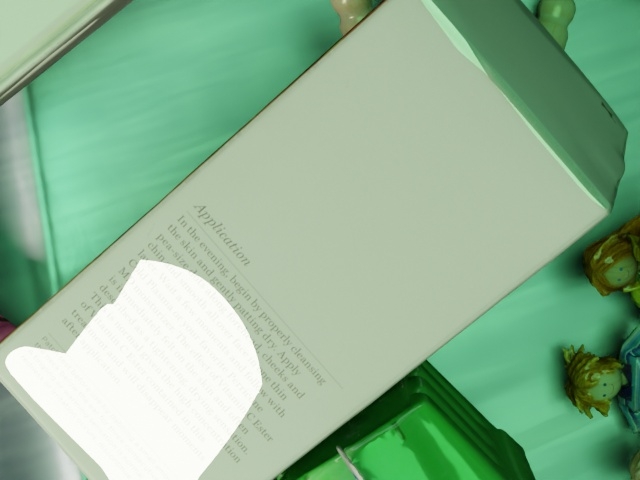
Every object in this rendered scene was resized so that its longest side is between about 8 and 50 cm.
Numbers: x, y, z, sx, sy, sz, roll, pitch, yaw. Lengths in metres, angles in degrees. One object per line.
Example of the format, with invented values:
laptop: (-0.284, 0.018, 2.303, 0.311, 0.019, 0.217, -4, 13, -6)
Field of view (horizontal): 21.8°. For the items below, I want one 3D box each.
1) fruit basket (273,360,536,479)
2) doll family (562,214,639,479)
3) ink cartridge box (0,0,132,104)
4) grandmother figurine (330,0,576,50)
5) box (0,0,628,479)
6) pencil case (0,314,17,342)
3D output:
fruit basket: (0.096, 0.256, 1.049, 0.165, 0.327, 0.353, -26, 96, 3)
doll family: (0.258, 0.068, 1.189, 0.163, 0.118, 0.263, -5, 109, -15)
ink cartridge box: (-0.301, -0.256, 1.062, 0.279, 0.160, 0.385, -40, 95, -6)
grandmother figurine: (0.092, -0.146, 1.157, 0.207, 0.104, 0.343, -4, 93, -23)
box: (0.000, 0.000, 1.018, 0.345, 0.215, 0.168, -40, 94, 20)
pencil case: (-0.295, 0.031, 1.097, 0.209, 0.098, 0.095, 41, 84, -8)
